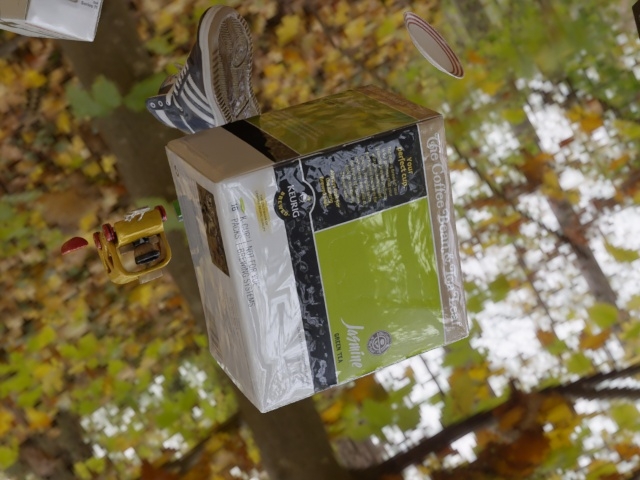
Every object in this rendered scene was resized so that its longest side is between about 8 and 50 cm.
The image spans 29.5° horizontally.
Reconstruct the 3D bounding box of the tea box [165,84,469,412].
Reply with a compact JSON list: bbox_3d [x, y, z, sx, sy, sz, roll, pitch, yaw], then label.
[{"bbox_3d":[0.000,0.000,1.642,0.323,0.329,0.220,-17,-156,-18],"label":"tea box"}]

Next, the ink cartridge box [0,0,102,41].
[{"bbox_3d":[-0.507,-0.410,2.128,0.208,0.087,0.153,12,-179,42],"label":"ink cartridge box"}]

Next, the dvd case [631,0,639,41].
[{"bbox_3d":[0.468,-0.173,1.449,0.029,0.238,0.179,-42,-157,31],"label":"dvd case"}]

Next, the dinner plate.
[{"bbox_3d":[0.179,-0.311,1.956,0.017,0.141,0.141,-43,-170,24],"label":"dinner plate"}]

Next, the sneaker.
[{"bbox_3d":[-0.175,-0.235,1.714,0.153,0.282,0.099,24,-119,20],"label":"sneaker"}]

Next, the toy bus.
[{"bbox_3d":[-0.285,0.014,1.900,0.191,0.104,0.202,-21,180,26],"label":"toy bus"}]
